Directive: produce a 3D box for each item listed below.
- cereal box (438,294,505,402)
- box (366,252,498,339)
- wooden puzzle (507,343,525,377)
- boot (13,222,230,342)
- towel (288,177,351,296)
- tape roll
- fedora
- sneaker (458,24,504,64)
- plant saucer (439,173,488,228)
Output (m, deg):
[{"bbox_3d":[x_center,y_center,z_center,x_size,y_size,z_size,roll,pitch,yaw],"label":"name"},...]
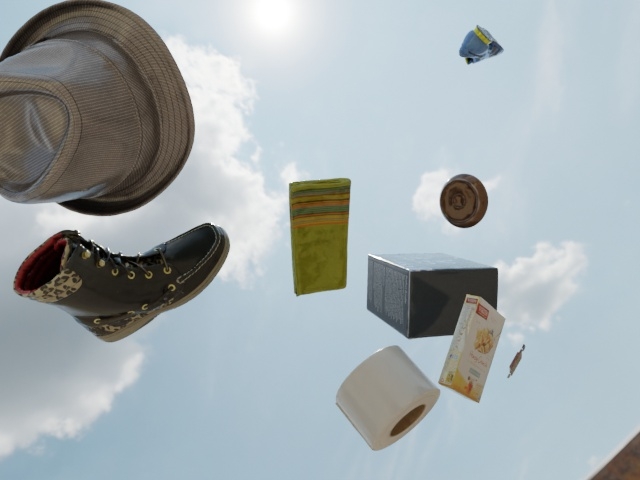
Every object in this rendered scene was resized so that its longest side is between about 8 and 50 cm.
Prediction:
[{"bbox_3d":[0.393,0.279,1.433,0.173,0.047,0.240,35,-108,-43],"label":"cereal box"},{"bbox_3d":[0.349,0.167,1.836,0.294,0.395,0.211,-1,-84,-14],"label":"box"},{"bbox_3d":[0.432,0.268,1.235,0.083,0.006,0.049,-52,-34,-20],"label":"wooden puzzle"},{"bbox_3d":[-0.249,0.032,0.729,0.236,0.085,0.178,-36,-33,1],"label":"boot"},{"bbox_3d":[0.000,0.000,0.961,0.102,0.021,0.237,-6,-53,-7],"label":"towel"},{"bbox_3d":[0.187,0.435,1.546,0.246,0.169,0.246,-29,-35,-23],"label":"tape roll"},{"bbox_3d":[-0.291,-0.129,0.617,0.124,0.276,0.243,-46,-59,-58],"label":"fedora"},{"bbox_3d":[0.398,-0.482,1.400,0.082,0.069,0.209,-45,-13,30],"label":"sneaker"},{"bbox_3d":[0.427,-0.119,1.696,0.029,0.168,0.168,-9,-52,-46],"label":"plant saucer"}]
